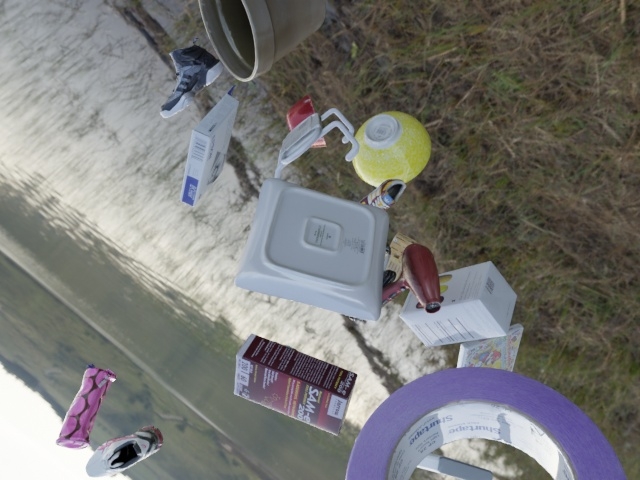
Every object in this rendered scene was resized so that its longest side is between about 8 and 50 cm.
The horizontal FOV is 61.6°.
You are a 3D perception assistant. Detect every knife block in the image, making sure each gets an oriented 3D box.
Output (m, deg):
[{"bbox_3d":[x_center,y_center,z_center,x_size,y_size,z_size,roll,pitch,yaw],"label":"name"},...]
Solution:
[{"bbox_3d":[0.317,0.110,2.200,0.088,0.276,0.242,29,-171,20],"label":"knife block"}]

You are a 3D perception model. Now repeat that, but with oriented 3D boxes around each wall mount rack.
[{"bbox_3d":[-0.050,-0.183,1.308,0.130,0.304,0.350,48,-166,-17],"label":"wall mount rack"}]

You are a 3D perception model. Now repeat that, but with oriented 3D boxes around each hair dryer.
[{"bbox_3d":[0.189,0.111,1.262,0.080,0.223,0.293,25,173,-27],"label":"hair dryer"}]

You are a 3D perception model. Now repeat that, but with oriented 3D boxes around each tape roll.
[{"bbox_3d":[0.168,0.273,0.564,0.275,0.275,0.090,21,146,37],"label":"tape roll"}]

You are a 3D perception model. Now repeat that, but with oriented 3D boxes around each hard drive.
[{"bbox_3d":[0.300,0.662,1.618,0.233,0.047,0.353,27,157,-29],"label":"hard drive"}]

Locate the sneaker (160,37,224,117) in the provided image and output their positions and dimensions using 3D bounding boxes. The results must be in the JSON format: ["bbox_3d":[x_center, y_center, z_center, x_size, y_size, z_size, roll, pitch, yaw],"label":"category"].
[{"bbox_3d":[-0.457,-0.536,1.761,0.153,0.268,0.101,47,179,-25],"label":"sneaker"}]

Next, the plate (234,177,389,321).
[{"bbox_3d":[0.000,0.000,1.038,0.278,0.277,0.045,16,141,-6],"label":"plate"}]

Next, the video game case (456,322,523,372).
[{"bbox_3d":[0.498,0.364,1.605,0.026,0.206,0.227,-127,28,-50],"label":"video game case"}]

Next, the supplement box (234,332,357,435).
[{"bbox_3d":[-0.055,0.297,1.108,0.239,0.073,0.130,18,128,11],"label":"supplement box"}]

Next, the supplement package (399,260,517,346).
[{"bbox_3d":[0.351,0.169,1.383,0.244,0.139,0.134,-21,118,44],"label":"supplement package"}]

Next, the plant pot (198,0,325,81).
[{"bbox_3d":[-0.150,-0.656,1.524,0.323,0.280,0.323,47,155,30],"label":"plant pot"}]

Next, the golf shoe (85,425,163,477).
[{"bbox_3d":[-0.418,0.439,1.098,0.067,0.186,0.086,61,-166,8],"label":"golf shoe"}]

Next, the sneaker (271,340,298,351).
[{"bbox_3d":[-0.115,0.334,1.457,0.122,0.110,0.283,22,152,19],"label":"sneaker"}]

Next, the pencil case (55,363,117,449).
[{"bbox_3d":[-0.613,0.440,1.414,0.098,0.209,0.095,-14,139,32],"label":"pencil case"}]

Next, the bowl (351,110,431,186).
[{"bbox_3d":[0.229,-0.348,1.868,0.289,0.289,0.156,25,167,31],"label":"bowl"}]

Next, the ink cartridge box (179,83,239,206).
[{"bbox_3d":[-0.250,-0.224,1.270,0.045,0.224,0.223,24,136,-2],"label":"ink cartridge box"}]

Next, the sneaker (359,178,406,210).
[{"bbox_3d":[0.168,-0.110,1.547,0.069,0.185,0.084,44,174,-14],"label":"sneaker"}]

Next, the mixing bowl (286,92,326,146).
[{"bbox_3d":[-0.053,-0.376,1.742,0.181,0.098,0.181,-17,-90,-86],"label":"mixing bowl"}]
